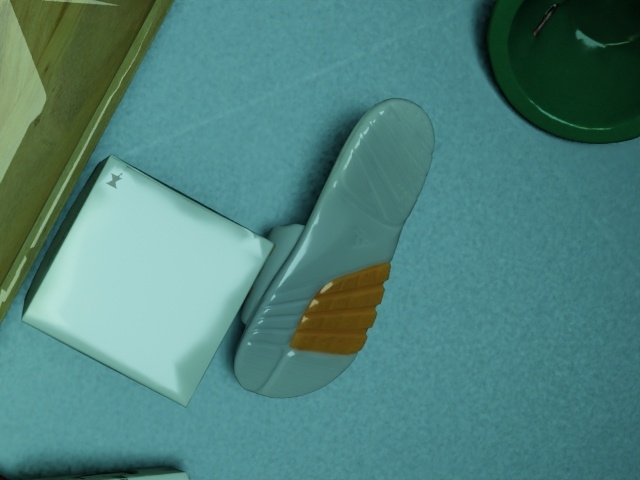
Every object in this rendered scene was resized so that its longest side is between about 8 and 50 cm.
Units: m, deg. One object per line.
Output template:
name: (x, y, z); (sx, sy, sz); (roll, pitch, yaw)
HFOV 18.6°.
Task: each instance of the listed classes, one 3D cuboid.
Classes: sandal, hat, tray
sandal: (0.009, 0.003, 1.568); (0.102, 0.076, 0.265); (22, 100, -31)
hat: (0.248, -0.211, 1.623); (0.173, 0.183, 0.208); (30, 129, -1)
tray: (-0.273, -0.100, 1.506); (0.203, 0.076, 0.411); (28, 79, -7)

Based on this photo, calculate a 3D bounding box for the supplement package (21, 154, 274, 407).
supplement package: (-0.135, 0.026, 1.465); (0.139, 0.244, 0.134); (28, 87, -7)

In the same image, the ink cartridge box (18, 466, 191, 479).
ink cartridge box: (-0.173, 0.234, 1.540); (0.135, 0.056, 0.099); (-2, 91, -28)

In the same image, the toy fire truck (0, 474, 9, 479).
toy fire truck: (-0.318, 0.151, 1.542); (0.192, 0.047, 0.135); (25, 86, -9)
